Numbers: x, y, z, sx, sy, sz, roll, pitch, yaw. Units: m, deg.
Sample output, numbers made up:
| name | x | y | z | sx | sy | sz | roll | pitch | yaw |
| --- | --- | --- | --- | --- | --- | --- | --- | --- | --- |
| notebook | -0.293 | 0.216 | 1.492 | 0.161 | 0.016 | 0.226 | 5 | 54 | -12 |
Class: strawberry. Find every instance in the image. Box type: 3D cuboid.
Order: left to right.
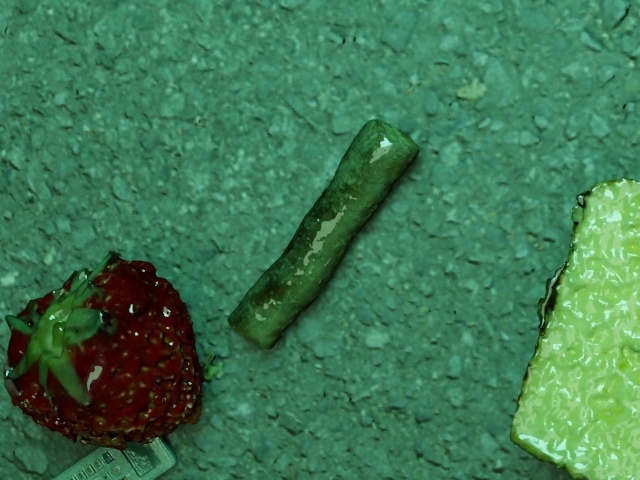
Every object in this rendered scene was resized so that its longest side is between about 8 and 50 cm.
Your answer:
| name | x | y | z | sx | sy | sz | roll | pitch | yaw |
| --- | --- | --- | --- | --- | --- | --- | --- | --- | --- |
| strawberry | -0.194 | 0.115 | 1.107 | 0.187 | 0.184 | 0.201 | -47 | 123 | -2 |

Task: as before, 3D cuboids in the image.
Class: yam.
| name | x | y | z | sx | sy | sz | roll | pitch | yaw |
| --- | --- | --- | --- | --- | --- | --- | --- | --- | --- |
| yam | 0.000 | 0.000 | 1.084 | 0.061 | 0.061 | 0.253 | 38 | 107 | 6 |

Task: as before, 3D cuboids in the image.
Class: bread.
| name | x | y | z | sx | sy | sz | roll | pitch | yaw |
| --- | --- | --- | --- | --- | --- | --- | --- | --- | --- |
| bread | 0.274 | 0.079 | 0.985 | 0.160 | 0.147 | 0.261 | 15 | 96 | 21 |

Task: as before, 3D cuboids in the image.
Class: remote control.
| name | x | y | z | sx | sy | sz | roll | pitch | yaw |
| --- | --- | --- | --- | --- | --- | --- | --- | --- | --- |
| remote control | -0.225 | 0.247 | 1.200 | 0.162 | 0.029 | 0.061 | -34 | 91 | 12 |
